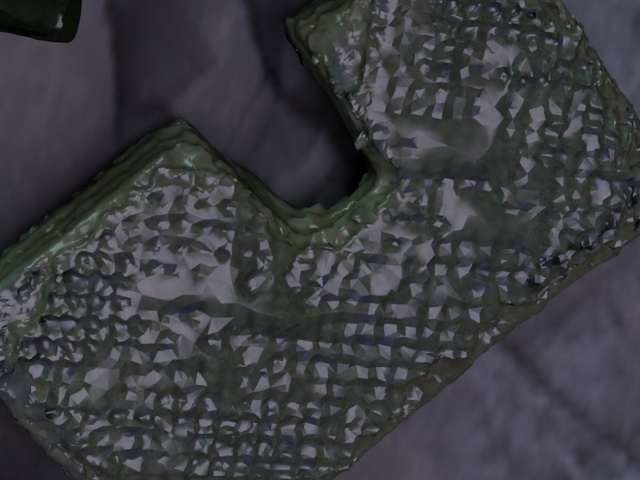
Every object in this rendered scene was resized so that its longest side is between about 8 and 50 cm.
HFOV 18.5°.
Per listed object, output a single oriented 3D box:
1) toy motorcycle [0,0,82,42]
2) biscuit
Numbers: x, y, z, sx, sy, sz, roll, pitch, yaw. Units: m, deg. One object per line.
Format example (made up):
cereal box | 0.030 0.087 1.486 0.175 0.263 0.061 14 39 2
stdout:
toy motorcycle | -0.113 -0.144 0.581 0.275 0.127 0.205 18 96 -19
biscuit | 0.000 0.000 0.703 0.250 0.046 0.147 -38 114 -5
